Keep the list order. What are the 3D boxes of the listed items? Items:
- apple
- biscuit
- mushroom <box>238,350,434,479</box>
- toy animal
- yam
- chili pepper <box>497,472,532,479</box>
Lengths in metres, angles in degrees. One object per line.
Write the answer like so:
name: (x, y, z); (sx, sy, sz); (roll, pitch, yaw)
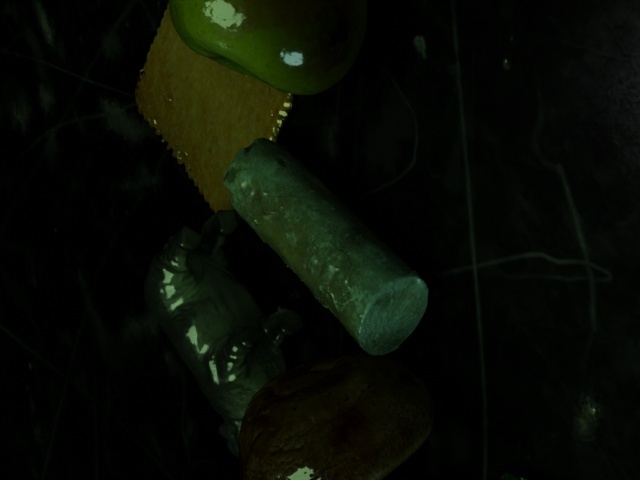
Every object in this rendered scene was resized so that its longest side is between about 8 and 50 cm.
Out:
apple: (-0.048, -0.230, 1.523); (0.196, 0.196, 0.157); (21, 81, 46)
biscuit: (-0.122, -0.163, 1.777); (0.232, 0.013, 0.237); (53, 137, 25)
mushroom: (0.002, 0.189, 1.598); (0.231, 0.194, 0.138); (-28, 85, 38)
toy animal: (-0.087, 0.143, 1.770); (0.168, 0.106, 0.343); (-29, 83, 50)
yam: (0.000, 0.000, 1.620); (0.259, 0.093, 0.093); (45, 134, 33)
chili pepper: (0.194, 0.262, 1.500); (0.182, 0.050, 0.073); (7, 115, 53)
